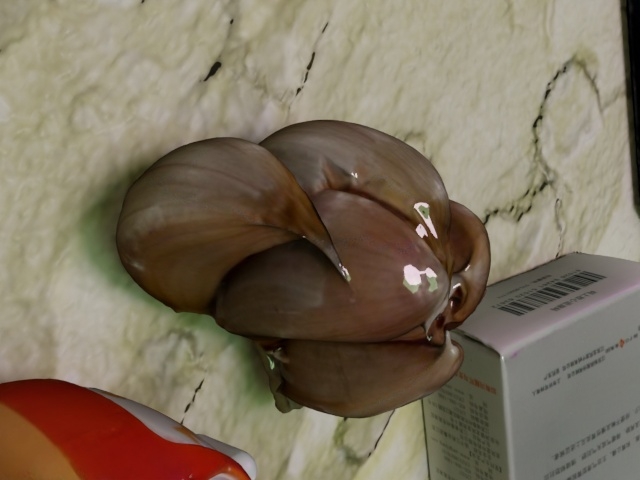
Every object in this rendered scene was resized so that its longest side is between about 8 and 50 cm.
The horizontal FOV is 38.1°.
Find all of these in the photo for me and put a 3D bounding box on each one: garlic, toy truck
[{"bbox_3d":[0.000,0.000,0.564,0.214,0.191,0.160,47,47,-22],"label":"garlic"},{"bbox_3d":[-0.092,0.179,0.519,0.239,0.189,0.265,-29,116,-40],"label":"toy truck"}]

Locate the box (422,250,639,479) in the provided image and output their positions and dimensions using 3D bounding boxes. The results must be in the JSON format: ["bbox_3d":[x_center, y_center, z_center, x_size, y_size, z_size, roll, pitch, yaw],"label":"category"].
[{"bbox_3d":[0.197,0.181,0.775,0.200,0.106,0.299,-18,109,-31],"label":"box"}]

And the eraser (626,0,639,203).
[{"bbox_3d":[0.347,-0.160,0.782,0.101,0.155,0.332,-23,113,-29],"label":"eraser"}]
